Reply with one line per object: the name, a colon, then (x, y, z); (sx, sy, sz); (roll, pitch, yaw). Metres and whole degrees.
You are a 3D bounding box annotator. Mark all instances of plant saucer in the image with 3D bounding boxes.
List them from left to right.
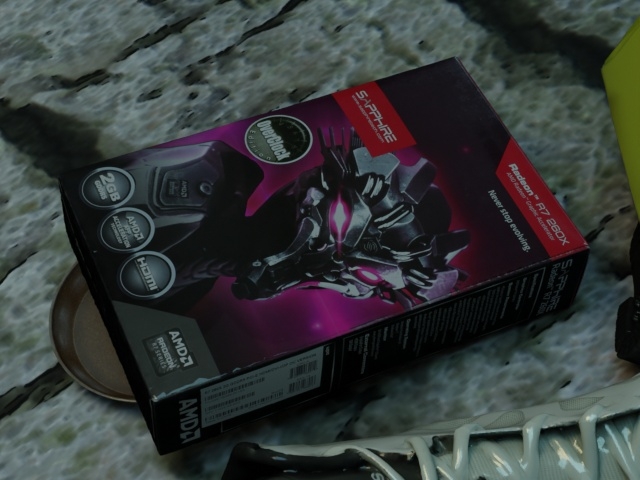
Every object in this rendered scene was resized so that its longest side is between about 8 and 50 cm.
plant saucer: (-0.140, 0.065, 1.057); (0.169, 0.029, 0.168); (-2, 57, 4)

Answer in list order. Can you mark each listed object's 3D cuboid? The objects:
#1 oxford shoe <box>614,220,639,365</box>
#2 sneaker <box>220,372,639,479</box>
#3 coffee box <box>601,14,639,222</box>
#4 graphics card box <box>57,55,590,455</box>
oxford shoe: (0.306, 0.017, 1.036); (0.096, 0.083, 0.227); (22, 60, -4)
sneaker: (0.116, 0.166, 0.724); (0.448, 0.257, 0.169); (-21, 76, 34)
coffee box: (0.441, -0.076, 0.861); (0.334, 0.338, 0.337); (9, 53, -19)
graphics card box: (0.000, 0.000, 1.026); (0.371, 0.094, 0.232); (-18, 57, -15)
